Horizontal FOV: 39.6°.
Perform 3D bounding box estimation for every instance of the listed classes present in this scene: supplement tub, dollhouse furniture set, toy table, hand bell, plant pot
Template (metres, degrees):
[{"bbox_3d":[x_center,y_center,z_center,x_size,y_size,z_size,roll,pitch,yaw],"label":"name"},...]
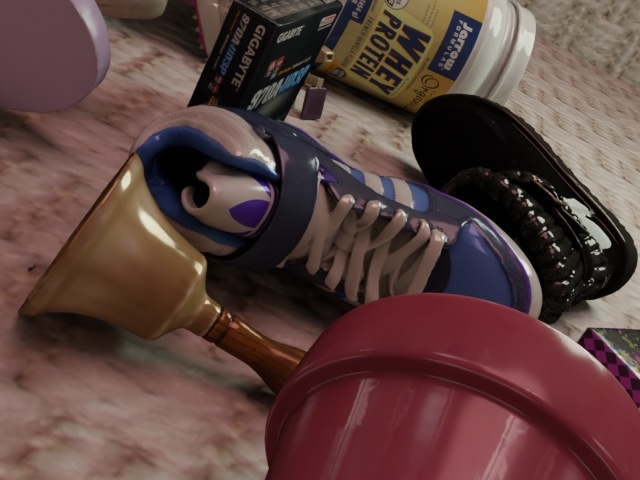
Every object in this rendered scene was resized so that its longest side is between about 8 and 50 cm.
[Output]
[{"bbox_3d":[0.130,-0.315,1.308,0.316,0.228,0.228,21,27,-16],"label":"supplement tub"},{"bbox_3d":[-0.055,-0.206,1.109,0.081,0.091,0.114,27,24,35],"label":"dollhouse furniture set"},{"bbox_3d":[-0.281,-0.242,0.773,0.274,0.252,0.161,37,40,-9],"label":"toy table"},{"bbox_3d":[-0.063,0.063,0.601,0.242,0.126,0.126,37,23,-15],"label":"hand bell"},{"bbox_3d":[0.045,0.155,0.423,0.201,0.201,0.180,31,41,5],"label":"plant pot"}]

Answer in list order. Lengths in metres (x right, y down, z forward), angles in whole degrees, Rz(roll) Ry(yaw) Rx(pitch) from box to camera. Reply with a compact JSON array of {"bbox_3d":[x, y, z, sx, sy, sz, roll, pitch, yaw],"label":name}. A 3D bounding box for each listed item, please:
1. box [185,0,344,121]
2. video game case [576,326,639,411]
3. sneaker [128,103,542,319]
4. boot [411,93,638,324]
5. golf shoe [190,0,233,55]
[{"bbox_3d":[-0.063,-0.164,0.898,0.051,0.175,0.220,31,25,4],"label":"box"},{"bbox_3d":[0.391,0.178,0.881,0.210,0.042,0.232,8,33,-38],"label":"video game case"},{"bbox_3d":[0.000,-0.001,0.688,0.322,0.130,0.236,33,18,19],"label":"sneaker"},{"bbox_3d":[0.181,-0.052,0.988,0.348,0.131,0.260,44,29,27],"label":"boot"},{"bbox_3d":[-0.064,-0.324,1.218,0.140,0.115,0.306,-5,25,18],"label":"golf shoe"}]
